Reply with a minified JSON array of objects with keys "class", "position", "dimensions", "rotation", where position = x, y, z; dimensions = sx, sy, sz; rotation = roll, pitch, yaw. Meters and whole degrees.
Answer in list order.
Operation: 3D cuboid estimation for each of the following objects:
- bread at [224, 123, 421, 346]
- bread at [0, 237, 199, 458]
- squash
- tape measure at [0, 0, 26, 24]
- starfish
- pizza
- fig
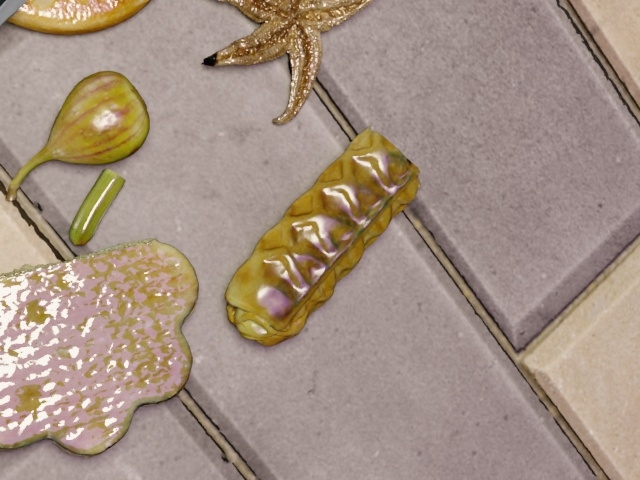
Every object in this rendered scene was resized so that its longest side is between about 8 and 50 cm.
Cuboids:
[{"class":"bread","position":[0.000,0.001,1.184],"dimensions":[0.087,0.098,0.269],"rotation":[33,73,26]},{"class":"bread","position":[-0.251,0.116,1.098],"dimensions":[0.287,0.056,0.207],"rotation":[-11,89,-21]},{"class":"squash","position":[-0.232,-0.032,1.125],"dimensions":[0.027,0.027,0.083],"rotation":[33,78,-17]},{"class":"tape measure","position":[-0.346,-0.281,1.031],"dimensions":[0.181,0.107,0.182],"rotation":[41,79,11]},{"class":"starfish","position":[-0.027,-0.243,1.198],"dimensions":[0.238,0.057,0.213],"rotation":[-19,103,-17]},{"class":"pizza","position":[-0.254,-0.273,1.116],"dimensions":[0.178,0.041,0.130],"rotation":[-27,101,-19]},{"class":"fig","position":[-0.237,-0.092,1.093],"dimensions":[0.093,0.093,0.166],"rotation":[41,74,-15]}]
